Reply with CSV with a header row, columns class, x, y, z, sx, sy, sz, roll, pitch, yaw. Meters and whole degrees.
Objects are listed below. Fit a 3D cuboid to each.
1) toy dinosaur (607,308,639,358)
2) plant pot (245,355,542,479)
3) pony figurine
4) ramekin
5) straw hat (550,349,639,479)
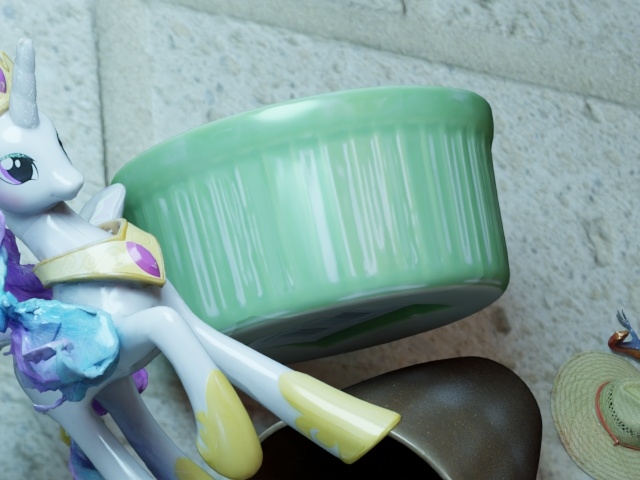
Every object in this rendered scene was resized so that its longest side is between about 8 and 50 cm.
class,x,y,z,sx,sy,sz,roll,pitch,yaw
toy dinosaur,0.306,0.101,1.782,0.082,0.047,0.090,-14,81,-24
plant pot,0.082,0.184,1.508,0.215,0.215,0.230,52,37,1
pony figurine,-0.166,0.068,1.290,0.363,0.351,0.303,48,49,2
ramekin,0.000,0.000,1.481,0.303,0.303,0.148,-4,76,-34
straw hat,0.282,0.152,1.727,0.144,0.061,0.145,14,60,-26
